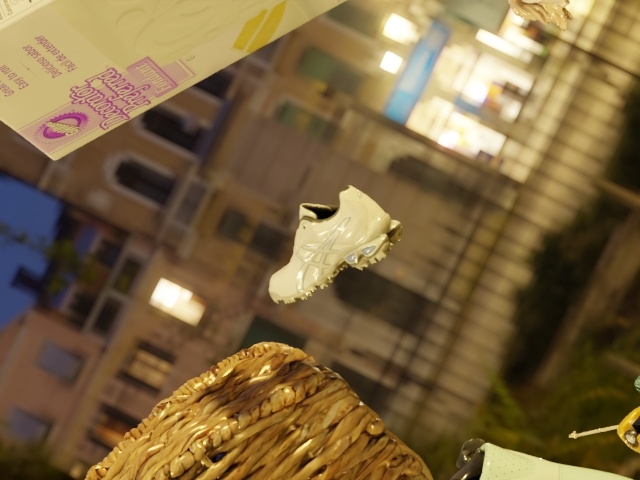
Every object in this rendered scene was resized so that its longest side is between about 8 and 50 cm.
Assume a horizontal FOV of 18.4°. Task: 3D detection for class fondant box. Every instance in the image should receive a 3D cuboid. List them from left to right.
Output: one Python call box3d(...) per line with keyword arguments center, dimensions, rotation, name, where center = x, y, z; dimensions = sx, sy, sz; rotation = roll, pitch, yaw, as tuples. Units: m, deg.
box3d(center=(-0.133, -0.209, 1.571), dimensions=(0.330, 0.096, 0.238), rotation=(-27, -20, 7), name="fondant box")

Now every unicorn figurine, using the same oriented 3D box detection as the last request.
box3d(center=(0.206, -0.286, 1.868), dimensions=(0.060, 0.111, 0.162), rotation=(12, -88, -48), name="unicorn figurine")

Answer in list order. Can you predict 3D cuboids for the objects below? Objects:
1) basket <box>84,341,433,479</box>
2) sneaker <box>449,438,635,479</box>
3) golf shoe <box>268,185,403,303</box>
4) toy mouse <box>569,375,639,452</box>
box3d(center=(-0.092, 0.216, 1.503), dimensions=(0.299, 0.213, 0.223), rotation=(-45, 24, -7), name="basket")
box3d(center=(0.110, 0.238, 1.297), dimensions=(0.094, 0.151, 0.256), rotation=(-77, 9, -62), name="sneaker")
box3d(center=(0.000, 0.000, 1.968), dimensions=(0.176, 0.086, 0.069), rotation=(-31, 13, 38), name="golf shoe")
box3d(center=(0.280, 0.106, 1.426), dimensions=(0.143, 0.031, 0.161), rotation=(-44, 21, -32), name="toy mouse")
